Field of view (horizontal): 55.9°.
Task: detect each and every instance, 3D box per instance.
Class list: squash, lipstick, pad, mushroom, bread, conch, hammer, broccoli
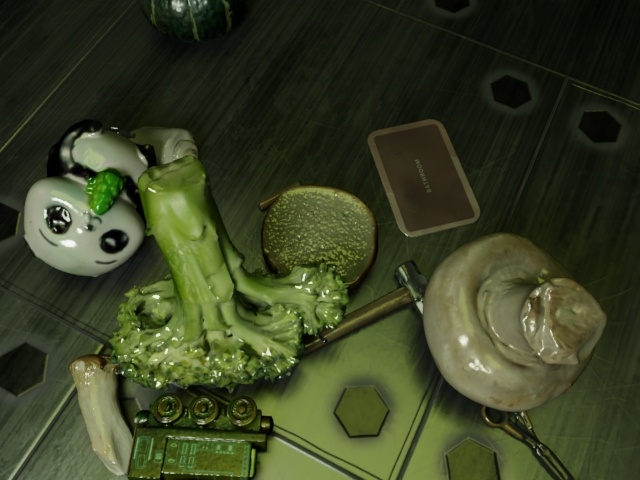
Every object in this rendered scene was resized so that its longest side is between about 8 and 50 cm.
[{"bbox_3d":[-0.287,-0.569,1.360,0.252,0.165,0.252,0,66,0],"label":"squash"},{"bbox_3d":[-0.083,-0.091,1.218,0.094,0.019,0.019,-30,69,-15],"label":"lipstick"},{"bbox_3d":[0.213,-0.136,1.257,0.176,0.002,0.266,-13,65,-8],"label":"pad"},{"bbox_3d":[0.324,0.119,0.974,0.298,0.290,0.297,4,71,-12],"label":"mushroom"},{"bbox_3d":[-0.355,0.288,1.006,0.071,0.084,0.209,-33,69,31],"label":"mushroom"},{"bbox_3d":[0.000,0.000,1.150,0.236,0.070,0.236,0,65,0],"label":"bread"},{"bbox_3d":[-0.318,-0.189,1.240,0.176,0.094,0.104,15,76,35],"label":"conch"},{"bbox_3d":[0.040,0.160,1.095,0.366,0.043,0.111,-25,69,-11],"label":"hammer"},{"bbox_3d":[-0.205,0.079,0.947,0.353,0.397,0.275,-51,45,1],"label":"broccoli"}]

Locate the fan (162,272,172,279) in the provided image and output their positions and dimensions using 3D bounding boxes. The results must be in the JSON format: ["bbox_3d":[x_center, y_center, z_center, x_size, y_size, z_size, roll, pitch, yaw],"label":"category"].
[{"bbox_3d":[-0.263,0.091,1.134,0.060,0.003,0.080,-25,67,-12],"label":"fan"}]

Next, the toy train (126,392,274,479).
[{"bbox_3d":[-0.190,0.325,0.970,0.226,0.090,0.137,3,57,0],"label":"toy train"}]

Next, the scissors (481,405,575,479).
[{"bbox_3d":[0.370,0.350,1.021,0.088,0.017,0.220,-32,70,-18],"label":"scissors"}]

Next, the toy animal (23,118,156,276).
[{"bbox_3d":[-0.413,-0.072,1.096,0.213,0.212,0.266,5,61,1],"label":"toy animal"}]
